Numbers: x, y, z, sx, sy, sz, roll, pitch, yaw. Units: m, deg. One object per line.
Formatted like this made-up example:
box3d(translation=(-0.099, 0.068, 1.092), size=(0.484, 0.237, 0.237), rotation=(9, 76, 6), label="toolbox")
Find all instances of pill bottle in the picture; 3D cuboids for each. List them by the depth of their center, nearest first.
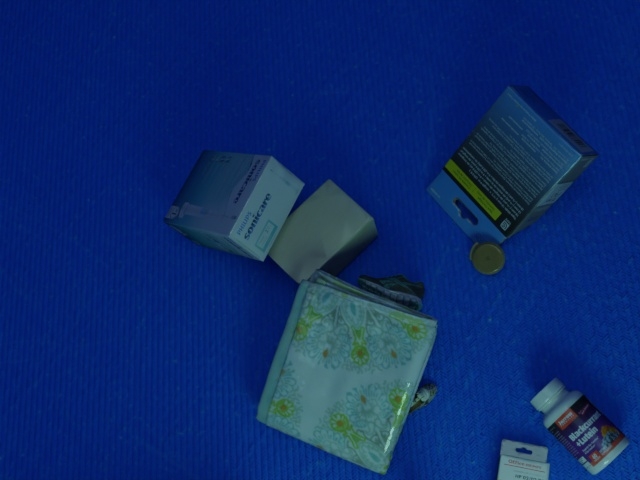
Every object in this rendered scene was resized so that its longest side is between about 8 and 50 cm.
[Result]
box3d(translation=(0.541, 0.386, 1.654), size=(0.108, 0.108, 0.193), rotation=(-42, 69, -6), label="pill bottle")

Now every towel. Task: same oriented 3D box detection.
box3d(translation=(0.057, 0.286, 1.731), size=(0.320, 0.090, 0.374), rotation=(21, 95, 16), label="towel")

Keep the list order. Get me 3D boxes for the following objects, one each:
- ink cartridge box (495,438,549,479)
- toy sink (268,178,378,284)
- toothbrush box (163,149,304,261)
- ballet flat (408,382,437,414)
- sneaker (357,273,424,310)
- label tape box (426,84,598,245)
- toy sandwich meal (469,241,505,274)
box3d(translation=(0.423, 0.515, 1.652), size=(0.104, 0.061, 0.181), rotation=(8, 71, 12), label="ink cartridge box")
box3d(translation=(0.000, 0.000, 1.877), size=(0.234, 0.131, 0.153), rotation=(-44, 68, -8), label="toy sink")
box3d(translation=(-0.212, -0.091, 1.879), size=(0.295, 0.126, 0.216), rotation=(10, 68, 49), label="toothbrush box")
box3d(translation=(0.215, 0.359, 1.758), size=(0.114, 0.041, 0.041), rotation=(-35, 68, -4), label="ballet flat")
box3d(translation=(0.171, 0.110, 1.854), size=(0.166, 0.065, 0.076), rotation=(20, 58, 13), label="sneaker")
box3d(translation=(0.442, -0.162, 1.849), size=(0.241, 0.106, 0.334), rotation=(51, 126, 21), label="label tape box")
box3d(translation=(0.392, 0.040, 1.842), size=(0.085, 0.029, 0.086), rotation=(1, 95, 18), label="toy sandwich meal")
